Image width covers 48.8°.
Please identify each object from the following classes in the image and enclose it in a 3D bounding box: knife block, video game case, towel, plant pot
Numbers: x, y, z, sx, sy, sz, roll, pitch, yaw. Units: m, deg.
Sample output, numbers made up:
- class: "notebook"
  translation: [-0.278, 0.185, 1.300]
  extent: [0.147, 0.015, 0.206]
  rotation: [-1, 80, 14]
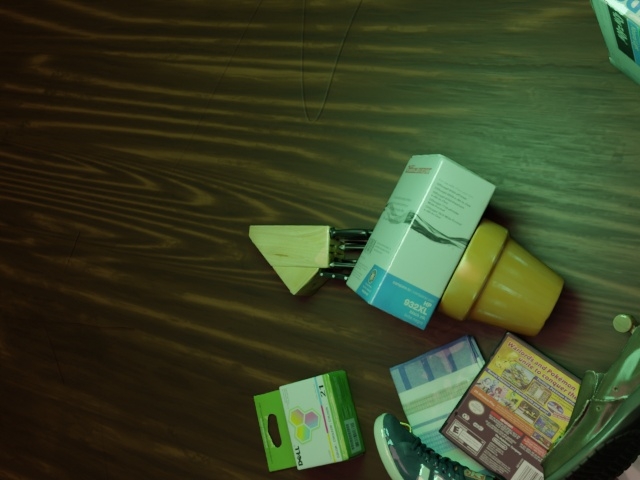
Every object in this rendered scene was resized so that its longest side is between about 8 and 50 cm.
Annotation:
- class: "knife block"
  translation: [0.000, 0.000, 1.611]
  extent: [0.242, 0.088, 0.276]
  rotation: [-46, 66, 15]
- class: "video game case"
  translation: [0.409, 0.353, 1.356]
  extent: [0.275, 0.035, 0.248]
  rotation: [35, 97, 23]
- class: "towel"
  translation: [0.281, 0.360, 1.456]
  extent: [0.209, 0.034, 0.285]
  rotation: [-29, 72, 22]
- class: "plant pot"
  translation: [0.355, 0.087, 1.366]
  extent: [0.188, 0.205, 0.205]
  rotation: [27, 98, 12]

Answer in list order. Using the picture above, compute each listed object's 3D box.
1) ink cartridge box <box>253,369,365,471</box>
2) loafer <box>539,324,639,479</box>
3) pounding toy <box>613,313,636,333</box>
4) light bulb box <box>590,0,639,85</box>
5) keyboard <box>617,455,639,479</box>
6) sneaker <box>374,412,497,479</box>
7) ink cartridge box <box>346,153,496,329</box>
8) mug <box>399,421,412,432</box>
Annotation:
- class: "ink cartridge box"
  translation: [-0.049, 0.417, 1.588]
  extent: [0.255, 0.097, 0.189]
  rotation: [-20, 76, 24]
- class: "loafer"
  translation: [0.514, 0.296, 1.241]
  extent: [0.366, 0.134, 0.130]
  rotation: [-53, 36, 15]
- class: "pounding toy"
  translation: [0.641, 0.136, 1.262]
  extent: [0.206, 0.094, 0.181]
  rotation: [-8, 86, 36]
- class: "light bulb box"
  translation: [0.665, -0.422, 1.152]
  extent: [0.361, 0.358, 0.225]
  rotation: [-46, 65, 15]
- class: "keyboard"
  translation: [0.603, 0.448, 1.291]
  extent: [0.072, 0.014, 0.256]
  rotation: [-49, 65, 20]
- class: "sneaker"
  translation: [0.251, 0.464, 1.371]
  extent: [0.148, 0.131, 0.350]
  rotation: [-40, 82, 21]
- class: "ink cartridge box"
  translation: [0.192, -0.005, 1.406]
  extent: [0.129, 0.223, 0.307]
  rotation: [26, 92, -10]
- class: "mug"
  translation: [0.167, 0.431, 1.495]
  extent: [0.064, 0.062, 0.078]
  rotation: [10, 96, 20]
